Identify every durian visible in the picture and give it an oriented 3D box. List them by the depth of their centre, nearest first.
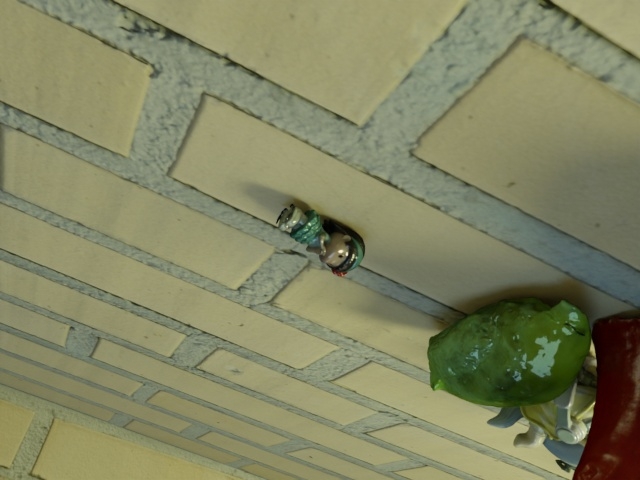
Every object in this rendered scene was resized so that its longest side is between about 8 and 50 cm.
[{"bbox_3d":[0.228,0.139,0.836,0.139,0.101,0.250,33,148,-26],"label":"durian"}]

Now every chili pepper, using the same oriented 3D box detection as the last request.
[{"bbox_3d":[0.337,0.250,0.727,0.131,0.338,0.134,34,150,-24],"label":"chili pepper"}]

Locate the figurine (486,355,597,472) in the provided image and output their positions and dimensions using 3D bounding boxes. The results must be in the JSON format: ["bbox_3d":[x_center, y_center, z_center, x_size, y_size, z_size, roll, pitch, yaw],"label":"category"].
[{"bbox_3d":[0.326,0.230,0.916,0.208,0.128,0.184,6,127,47],"label":"figurine"}]

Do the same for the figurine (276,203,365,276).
[{"bbox_3d":[0.000,0.000,0.771,0.106,0.047,0.060,32,132,-19],"label":"figurine"}]
